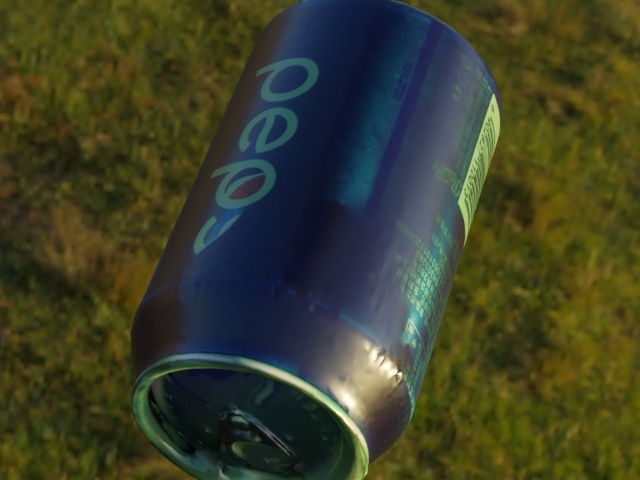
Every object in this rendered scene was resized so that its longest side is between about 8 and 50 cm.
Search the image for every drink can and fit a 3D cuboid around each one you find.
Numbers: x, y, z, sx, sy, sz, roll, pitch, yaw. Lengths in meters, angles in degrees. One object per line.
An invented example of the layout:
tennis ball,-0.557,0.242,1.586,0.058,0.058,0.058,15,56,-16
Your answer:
drink can,0.000,0.000,0.713,0.118,0.118,0.205,17,52,5
